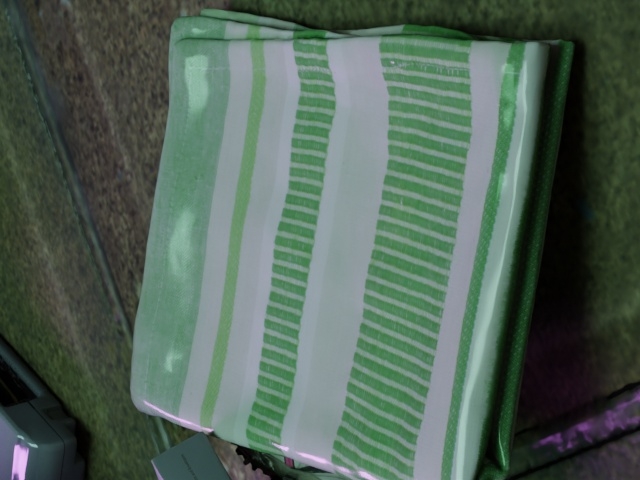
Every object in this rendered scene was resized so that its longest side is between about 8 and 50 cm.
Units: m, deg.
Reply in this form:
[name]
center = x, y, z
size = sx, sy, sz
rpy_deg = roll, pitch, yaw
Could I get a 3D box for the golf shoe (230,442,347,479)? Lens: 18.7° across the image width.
[golf shoe]
center = -0.003, 0.113, 1.139
size = 0.086, 0.067, 0.186
rpy_deg = -48, 42, 4

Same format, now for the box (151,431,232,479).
[box]
center = -0.042, 0.212, 1.165
size = 0.145, 0.038, 0.186
rpy_deg = 57, 169, 24

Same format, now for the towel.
[towel]
center = 0.000, 0.000, 1.054
size = 0.325, 0.038, 0.248
rpy_deg = 11, 94, 52

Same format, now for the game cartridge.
[game cartridge]
center = -0.285, 0.153, 1.532
size = 0.294, 0.060, 0.196
rpy_deg = 40, 135, 40
